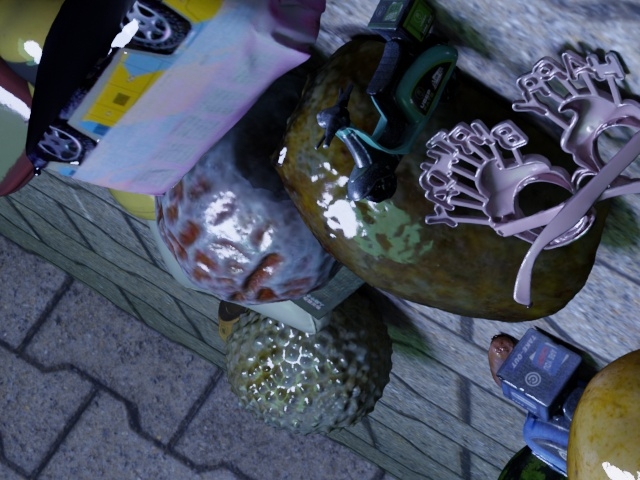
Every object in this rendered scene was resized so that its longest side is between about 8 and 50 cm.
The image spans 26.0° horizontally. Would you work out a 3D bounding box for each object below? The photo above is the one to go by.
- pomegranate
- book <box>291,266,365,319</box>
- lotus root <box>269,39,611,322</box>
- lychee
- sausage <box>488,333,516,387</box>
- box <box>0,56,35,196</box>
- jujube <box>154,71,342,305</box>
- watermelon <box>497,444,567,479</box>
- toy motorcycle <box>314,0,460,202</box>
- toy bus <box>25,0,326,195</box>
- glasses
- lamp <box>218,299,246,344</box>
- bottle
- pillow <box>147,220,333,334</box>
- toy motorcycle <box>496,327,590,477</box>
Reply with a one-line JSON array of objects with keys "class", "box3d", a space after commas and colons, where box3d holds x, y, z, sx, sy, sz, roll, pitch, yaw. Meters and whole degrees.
[{"class": "pomegranate", "box3d": [0.381, 0.242, 1.474, 0.260, 0.260, 0.260, 32, 165, 10]}, {"class": "book", "box3d": [0.000, 0.000, 1.731, 0.160, 0.024, 0.228, 37, 135, -11]}, {"class": "lotus root", "box3d": [0.115, -0.043, 1.298, 0.314, 0.210, 0.142, 24, 179, -12]}, {"class": "lychee", "box3d": [-0.019, 0.166, 2.075, 0.255, 0.255, 0.274, 28, 151, 22]}, {"class": "sausage", "box3d": [0.257, 0.174, 1.910, 0.047, 0.040, 0.177, -15, 152, 6]}, {"class": "box", "box3d": [-0.577, -0.233, 2.071, 0.404, 0.108, 0.263, 37, 121, -14]}, {"class": "jujube", "box3d": [-0.069, -0.053, 1.497, 0.215, 0.246, 0.308, 12, 156, -12]}, {"class": "watermelon", "box3d": [0.372, 0.401, 1.974, 0.269, 0.269, 0.269, 32, 165, 10]}, {"class": "toy motorcycle", "box3d": [0.056, -0.117, 1.178, 0.100, 0.173, 0.058, 35, 167, -36]}, {"class": "toy bus", "box3d": [-0.126, -0.184, 1.235, 0.162, 0.171, 0.386, 16, 153, -23]}, {"class": "glasses", "box3d": [0.179, -0.051, 1.146, 0.162, 0.095, 0.255, 42, 133, -10]}, {"class": "lamp", "box3d": [-0.070, 0.141, 2.286, 0.185, 0.161, 0.161, 39, 165, -27]}, {"class": "bottle", "box3d": [-0.252, -0.188, 1.629, 0.171, 0.171, 0.351, 22, 159, 39]}, {"class": "pillow", "box3d": [-0.127, -0.010, 1.929, 0.322, 0.120, 0.255, 18, 136, 43]}, {"class": "toy motorcycle", "box3d": [0.392, 0.261, 1.726, 0.358, 0.125, 0.212, 30, 162, 25]}]
